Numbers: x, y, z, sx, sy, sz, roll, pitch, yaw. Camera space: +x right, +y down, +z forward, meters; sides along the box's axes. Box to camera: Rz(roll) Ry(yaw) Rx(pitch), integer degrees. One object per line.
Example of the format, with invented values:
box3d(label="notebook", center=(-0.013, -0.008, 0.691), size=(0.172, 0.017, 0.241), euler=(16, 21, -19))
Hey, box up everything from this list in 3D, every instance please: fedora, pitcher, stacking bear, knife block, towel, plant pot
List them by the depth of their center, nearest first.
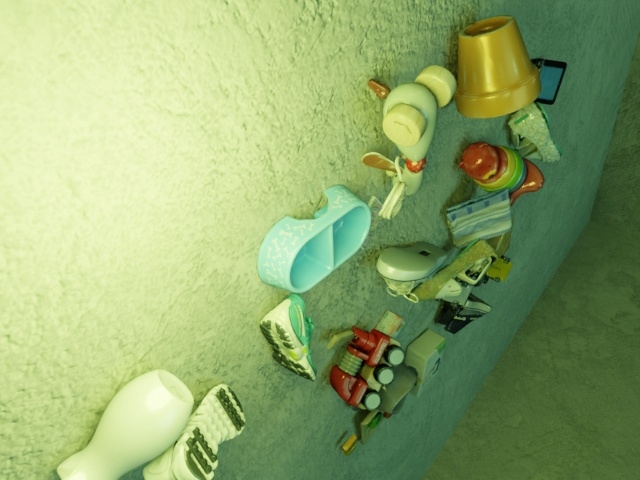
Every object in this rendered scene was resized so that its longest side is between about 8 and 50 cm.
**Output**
box3d(label="pitcher", center=(-0.310, 0.324, 0.856), size=(0.207, 0.125, 0.178), euler=(-47, 166, -4))
box3d(label="plant pot", center=(0.419, -0.432, 1.222), size=(0.205, 0.205, 0.187), euler=(-43, 127, -26))
box3d(label="stacking bear", center=(0.542, -0.224, 1.562), size=(0.289, 0.164, 0.175), euler=(12, 141, -46))
box3d(label="towel", center=(0.528, -0.065, 1.654), size=(0.210, 0.034, 0.285), euler=(-21, 150, 12))
box3d(label="fedora", center=(0.231, 0.492, 1.662), size=(0.276, 0.124, 0.243), euler=(-5, 125, -61))
box3d(label="knife block", center=(0.651, 0.042, 1.964), size=(0.242, 0.088, 0.275), euler=(-44, 144, -26))

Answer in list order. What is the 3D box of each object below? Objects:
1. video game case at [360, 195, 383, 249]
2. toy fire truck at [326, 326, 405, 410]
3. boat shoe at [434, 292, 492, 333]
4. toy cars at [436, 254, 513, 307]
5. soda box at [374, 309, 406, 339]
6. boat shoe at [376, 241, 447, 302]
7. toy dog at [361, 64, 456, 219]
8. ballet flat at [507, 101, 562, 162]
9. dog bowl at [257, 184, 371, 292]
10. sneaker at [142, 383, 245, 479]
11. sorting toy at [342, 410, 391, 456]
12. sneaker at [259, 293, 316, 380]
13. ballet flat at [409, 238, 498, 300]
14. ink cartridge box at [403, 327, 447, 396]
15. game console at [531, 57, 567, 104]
box3d(label="video game case", center=(0.119, -0.042, 1.249), size=(0.122, 0.011, 0.087), euler=(-59, 147, -3))
box3d(label="toy fire truck", center=(0.090, 0.340, 1.400), size=(0.247, 0.158, 0.216), euler=(29, 88, -19))
box3d(label="boat shoe", center=(0.580, 0.298, 2.045), size=(0.341, 0.127, 0.158), euler=(17, 106, -49))
box3d(label="toy cars", center=(0.541, 0.129, 1.846), size=(0.394, 0.087, 0.176), euler=(-25, 120, -20))
box3d(label="soda box", center=(0.190, 0.312, 1.565), size=(0.183, 0.058, 0.063), euler=(-53, 146, -11))
box3d(label="boat shoe", center=(0.246, 0.102, 1.438), size=(0.367, 0.136, 0.156), euler=(-15, 129, -60))
box3d(label="toy dog", center=(0.164, -0.229, 1.086), size=(0.220, 0.161, 0.333), euler=(-41, 155, -41))
box3d(label="ballet flat", center=(0.761, -0.369, 1.801), size=(0.409, 0.147, 0.146), euler=(25, 93, -54))
box3d(label="dog bowl", center=(0.000, 0.000, 1.062), size=(0.297, 0.074, 0.165), euler=(-37, 140, -34))
box3d(label="sneaker", center=(-0.234, 0.370, 0.958), size=(0.118, 0.110, 0.292), euler=(-30, 180, 12))
box3d(label="sorting toy", center=(0.192, 0.668, 1.816), size=(0.307, 0.041, 0.229), euler=(-42, 151, -27))
box3d(label="sneaker", center=(-0.047, 0.232, 1.150), size=(0.110, 0.107, 0.275), euler=(-51, 147, -32))
box3d(label="ballet flat", center=(0.454, 0.119, 1.662), size=(0.349, 0.123, 0.123), euler=(-33, 139, -17))
box3d(label="ink cartridge box", center=(0.395, 0.472, 1.932), size=(0.154, 0.093, 0.212), euler=(-28, 136, -41))
box3d(label="game console", center=(0.741, -0.526, 1.670), size=(0.124, 0.085, 0.143), euler=(-24, 131, -44))
